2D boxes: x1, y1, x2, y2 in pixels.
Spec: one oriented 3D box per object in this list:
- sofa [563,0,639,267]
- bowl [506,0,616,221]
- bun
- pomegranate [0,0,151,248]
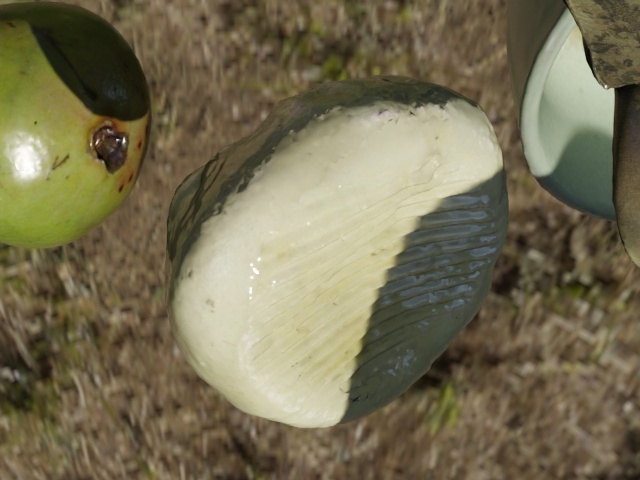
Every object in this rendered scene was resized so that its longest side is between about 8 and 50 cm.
[{"bbox_3d":[0.144,-0.082,0.592,0.200,0.258,0.182,-3,57,25],"label":"sofa"},{"bbox_3d":[0.224,-0.156,1.148,0.289,0.289,0.146,-17,54,-8],"label":"bowl"},{"bbox_3d":[0.000,0.000,1.161,0.231,0.231,0.133,-40,49,-14],"label":"bun"},{"bbox_3d":[-0.229,-0.081,1.437,0.211,0.179,0.179,-12,70,22],"label":"pomegranate"}]
